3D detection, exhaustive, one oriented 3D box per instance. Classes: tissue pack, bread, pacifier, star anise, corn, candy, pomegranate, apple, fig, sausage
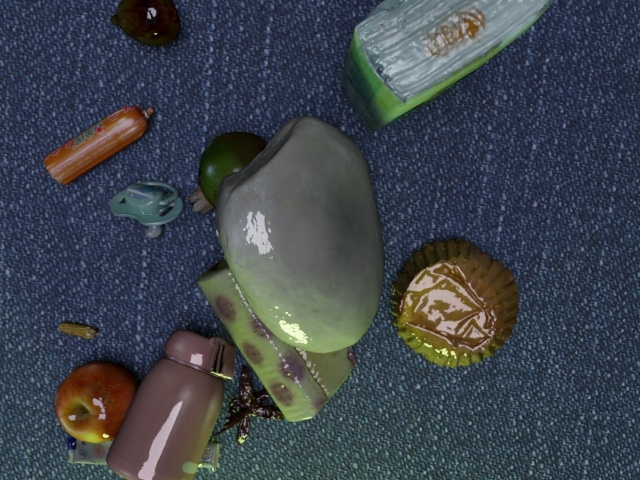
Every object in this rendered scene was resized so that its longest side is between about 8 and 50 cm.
[{"bbox_3d":[0.188,-0.336,1.037,0.287,0.388,0.162,-34,95,2],"label":"tissue pack"},{"bbox_3d":[0.276,0.137,1.216,0.274,0.149,0.274,1,98,4],"label":"bread"},{"bbox_3d":[-0.345,-0.059,1.209,0.150,0.127,0.117,11,133,13],"label":"pacifier"},{"bbox_3d":[-0.086,0.168,1.189,0.187,0.155,0.338,-39,100,-39],"label":"bread"},{"bbox_3d":[-0.148,0.358,1.232,0.140,0.144,0.158,-37,95,-6],"label":"star anise"},{"bbox_3d":[-0.508,0.190,1.254,0.083,0.028,0.027,12,75,-3],"label":"corn"},{"bbox_3d":[0.000,0.000,1.080,0.186,0.386,0.427,-1,117,38],"label":"candy"},{"bbox_3d":[-0.172,-0.113,1.172,0.209,0.180,0.180,-33,97,22],"label":"pomegranate"},{"bbox_3d":[-0.452,0.329,1.221,0.163,0.139,0.164,2,98,13],"label":"apple"},{"bbox_3d":[-0.349,-0.431,1.160,0.154,0.103,0.109,-2,90,27],"label":"fig"},{"bbox_3d":[-0.435,-0.200,1.192,0.234,0.071,0.071,-33,96,2],"label":"sausage"}]

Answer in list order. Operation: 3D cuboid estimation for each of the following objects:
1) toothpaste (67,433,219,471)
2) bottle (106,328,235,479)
[{"bbox_3d":[-0.381,0.447,1.272,0.323,0.066,0.100,6,101,2],"label":"toothpaste"},{"bbox_3d":[-0.272,0.327,1.171,0.173,0.206,0.297,33,70,-31],"label":"bottle"}]
